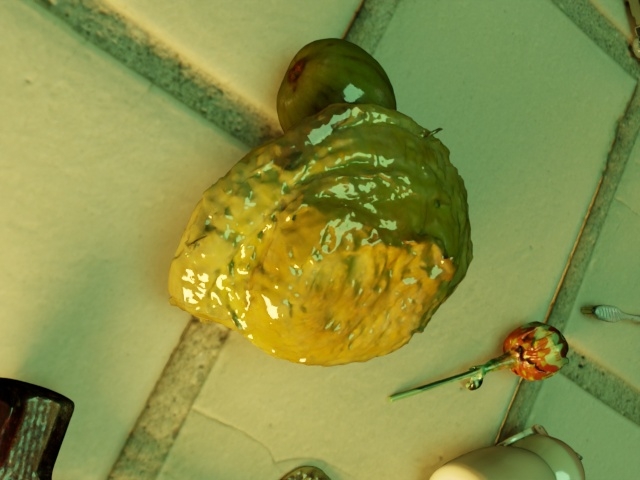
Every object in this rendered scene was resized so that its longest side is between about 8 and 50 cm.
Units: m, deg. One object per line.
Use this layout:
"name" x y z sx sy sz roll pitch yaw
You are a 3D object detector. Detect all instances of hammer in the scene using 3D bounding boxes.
"hammer" -0.202 0.316 0.849 0.408 0.095 0.243 26 76 -30

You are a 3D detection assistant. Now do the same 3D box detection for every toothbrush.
"toothbrush" 0.573 0.139 1.341 0.375 0.037 0.028 11 84 -31

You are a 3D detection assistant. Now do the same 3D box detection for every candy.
"candy" 0.223 0.181 1.117 0.287 0.084 0.078 -14 100 -23

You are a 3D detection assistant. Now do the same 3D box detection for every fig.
"fig" 0.038 -0.150 0.966 0.186 0.142 0.148 28 108 -13

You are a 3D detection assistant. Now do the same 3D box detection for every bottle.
"bottle" 0.271 0.342 1.100 0.236 0.147 0.148 -11 95 -38

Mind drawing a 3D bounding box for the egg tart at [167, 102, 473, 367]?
"egg tart" 0.033 0.014 0.894 0.351 0.153 0.340 34 99 -35

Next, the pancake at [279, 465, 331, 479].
"pancake" -0.021 0.338 0.997 0.114 0.011 0.115 1 89 -30

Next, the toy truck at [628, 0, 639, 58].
"toy truck" 0.560 -0.409 1.307 0.114 0.098 0.227 -22 99 -35
